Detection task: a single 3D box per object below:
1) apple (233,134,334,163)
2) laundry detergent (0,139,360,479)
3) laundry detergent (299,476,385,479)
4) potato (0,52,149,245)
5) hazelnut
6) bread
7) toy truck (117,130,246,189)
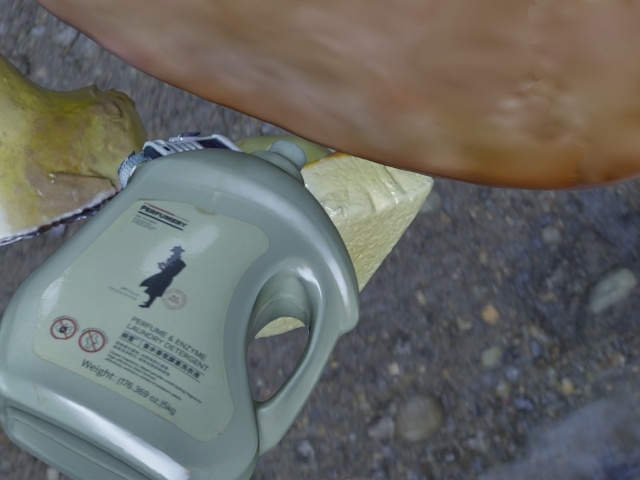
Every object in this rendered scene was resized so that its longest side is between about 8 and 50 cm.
[{"bbox_3d":[-0.047,-0.026,1.594,0.200,0.200,0.200,-2,113,-4],"label":"apple"},{"bbox_3d":[-0.073,0.035,0.902,0.181,0.253,0.091,26,147,11],"label":"laundry detergent"},{"bbox_3d":[-0.097,0.223,1.061,0.335,0.088,0.159,2,157,-36],"label":"laundry detergent"},{"bbox_3d":[-0.421,-0.161,1.781,0.397,0.290,0.296,-15,112,-1],"label":"potato"},{"bbox_3d":[0.036,-0.188,0.441,0.372,0.372,0.315,36,111,-17],"label":"hazelnut"},{"bbox_3d":[-0.001,0.001,1.254,0.125,0.068,0.188,-15,151,-38],"label":"bread"},{"bbox_3d":[-0.105,0.022,1.197,0.114,0.098,0.227,-19,137,-40],"label":"toy truck"}]
